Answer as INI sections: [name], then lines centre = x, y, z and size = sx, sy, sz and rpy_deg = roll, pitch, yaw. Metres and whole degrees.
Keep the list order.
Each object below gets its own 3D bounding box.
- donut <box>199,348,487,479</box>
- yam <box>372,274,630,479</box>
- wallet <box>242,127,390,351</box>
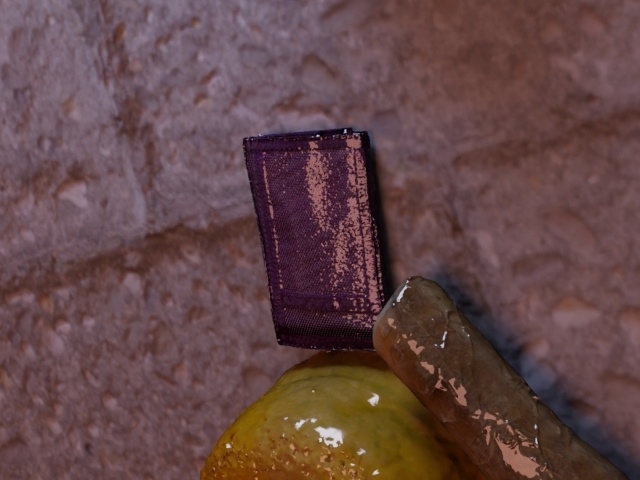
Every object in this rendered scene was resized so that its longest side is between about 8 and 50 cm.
[donut]
centre = 0.013, 0.228, 1.238
size = 0.277, 0.108, 0.277
rpy_deg = 15, 114, 36
[yam]
centre = 0.165, 0.166, 1.115
size = 0.357, 0.081, 0.081
rpy_deg = 47, 129, 20
[wallet]
centre = -0.001, 0.000, 1.222
size = 0.111, 0.030, 0.166
rpy_deg = 1, 105, 41
